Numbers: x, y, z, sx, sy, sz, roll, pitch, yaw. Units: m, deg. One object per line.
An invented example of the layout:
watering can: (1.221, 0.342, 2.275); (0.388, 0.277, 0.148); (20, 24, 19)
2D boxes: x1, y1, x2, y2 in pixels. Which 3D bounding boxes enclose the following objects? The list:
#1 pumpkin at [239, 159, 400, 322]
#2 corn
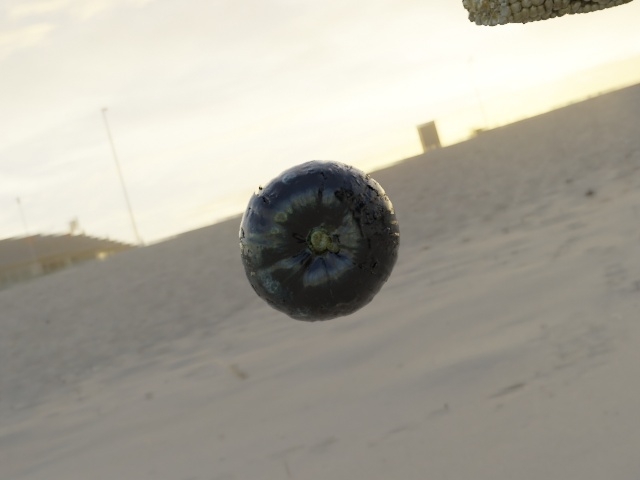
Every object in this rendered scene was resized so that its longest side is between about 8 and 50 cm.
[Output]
pumpkin: (0.000, 0.000, 1.618); (0.233, 0.233, 0.163); (-16, 2, -4)
corn: (0.263, -0.287, 1.266); (0.210, 0.087, 0.087); (-15, -3, -6)
